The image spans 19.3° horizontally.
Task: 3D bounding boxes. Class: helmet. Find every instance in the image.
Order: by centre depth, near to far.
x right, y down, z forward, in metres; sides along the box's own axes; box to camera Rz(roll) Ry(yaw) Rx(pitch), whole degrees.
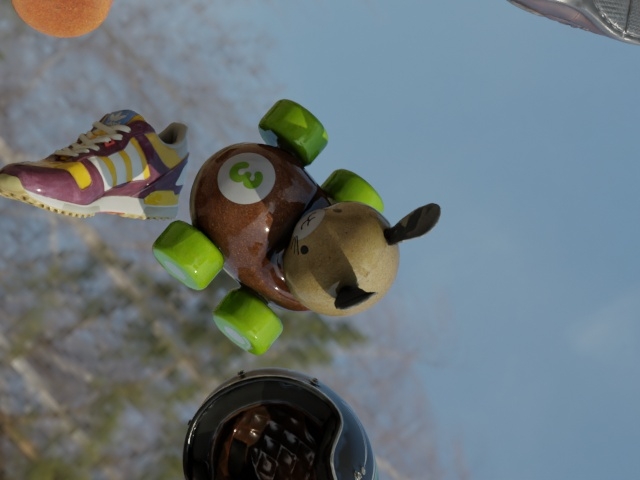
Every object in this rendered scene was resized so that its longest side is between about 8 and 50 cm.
[{"bbox_3d":[-0.032,0.187,1.503,0.169,0.169,0.161,-31,-137,18],"label":"helmet"}]

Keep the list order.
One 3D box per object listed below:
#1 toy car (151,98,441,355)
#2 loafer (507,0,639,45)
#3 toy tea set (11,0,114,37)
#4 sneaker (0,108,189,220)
[{"bbox_3d":[0.000,0.000,1.362,0.155,0.149,0.188,-50,-150,-17],"label":"toy car"},{"bbox_3d":[0.258,-0.276,1.959,0.095,0.302,0.109,17,-87,67],"label":"loafer"},{"bbox_3d":[-0.088,-0.261,1.056,0.336,0.200,0.124,-30,-144,29],"label":"toy tea set"},{"bbox_3d":[-0.175,-0.064,1.459,0.069,0.185,0.084,18,-81,34],"label":"sneaker"}]
